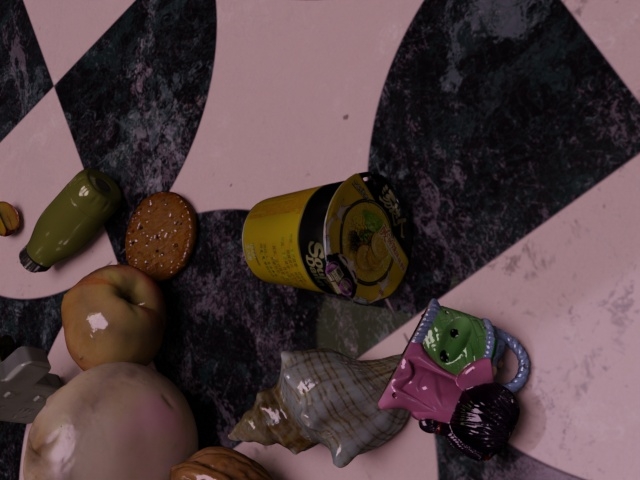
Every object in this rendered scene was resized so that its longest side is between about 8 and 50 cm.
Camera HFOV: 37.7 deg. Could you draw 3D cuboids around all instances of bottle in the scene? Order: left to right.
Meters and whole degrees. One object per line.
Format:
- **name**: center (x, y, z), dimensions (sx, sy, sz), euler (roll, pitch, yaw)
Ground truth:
- **bottle**: center (-0.534, -0.032, 1.973), dimensions (0.260, 0.112, 0.112), euler (-43, 58, 20)

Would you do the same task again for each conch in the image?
- **conch**: center (0.020, 0.254, 1.475), dimensions (0.386, 0.169, 0.203), euler (-25, 73, 28)

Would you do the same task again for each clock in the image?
- **clock**: center (0.208, 0.204, 1.373), dimensions (0.195, 0.100, 0.194), euler (29, 77, 7)

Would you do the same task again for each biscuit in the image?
- **biscuit**: center (-0.318, -0.007, 1.865), dimensions (0.187, 0.027, 0.188), euler (-8, 76, 34)

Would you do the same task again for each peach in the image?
- **peach**: center (-0.719, -0.050, 2.146), dimensions (0.083, 0.050, 0.077), euler (25, 117, 46)
- **peach**: center (-0.399, 0.164, 1.773), dimensions (0.232, 0.232, 0.233), euler (-9, 74, 34)

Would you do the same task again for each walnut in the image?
- **walnut**: center (-0.164, 0.440, 1.533), dimensions (0.213, 0.213, 0.213), euler (-9, 74, 34)

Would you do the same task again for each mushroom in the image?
- **mushroom**: center (-0.349, 0.376, 1.655), dimensions (0.315, 0.356, 0.315), euler (-2, 78, 10)

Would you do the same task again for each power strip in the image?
- **power strip**: center (-0.622, 0.285, 1.865), dimensions (0.193, 0.265, 0.059), euler (-40, 57, 18)

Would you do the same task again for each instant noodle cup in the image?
- **instant noodle cup**: center (0.000, 0.000, 1.542), dimensions (0.236, 0.215, 0.216), euler (-3, 77, 44)

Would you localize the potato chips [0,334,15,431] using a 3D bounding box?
- **potato chips**: center (-0.683, 0.308, 2.017), dimensions (0.142, 0.026, 0.209), euler (102, 166, -46)
